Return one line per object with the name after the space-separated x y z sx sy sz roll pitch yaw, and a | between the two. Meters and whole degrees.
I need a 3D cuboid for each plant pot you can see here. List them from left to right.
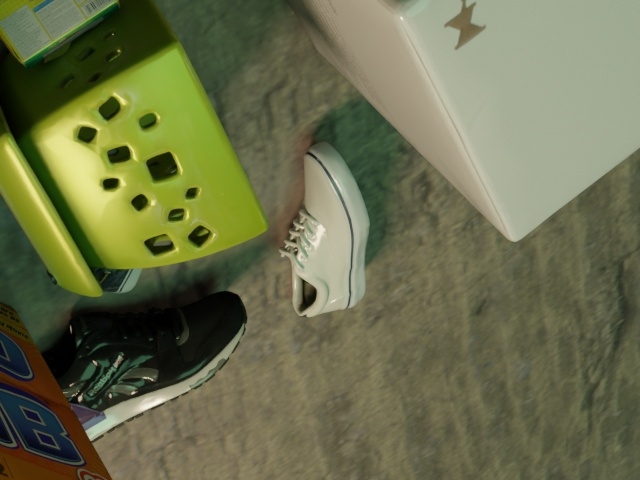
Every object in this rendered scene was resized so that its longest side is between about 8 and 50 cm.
-0.206 -0.094 1.352 0.207 0.228 0.227 -28 125 -6 | plant pot

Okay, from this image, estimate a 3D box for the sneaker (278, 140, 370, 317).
0.000 0.000 1.683 0.091 0.094 0.258 -28 137 -20 | sneaker

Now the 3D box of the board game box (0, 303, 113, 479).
-0.467 0.236 1.352 0.356 0.356 0.356 -48 137 8 | board game box

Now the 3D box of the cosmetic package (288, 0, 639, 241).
0.151 -0.287 1.334 0.329 0.394 0.327 -37 137 -3 | cosmetic package

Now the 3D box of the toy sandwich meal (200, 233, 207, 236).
-0.130 -0.037 1.611 0.085 0.029 0.085 -23 135 -25 | toy sandwich meal

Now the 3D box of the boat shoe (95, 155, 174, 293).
-0.220 -0.018 1.532 0.083 0.065 0.183 2 124 -37 | boat shoe

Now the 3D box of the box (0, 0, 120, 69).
-0.270 -0.254 1.263 0.105 0.179 0.043 -34 -178 -6 | box

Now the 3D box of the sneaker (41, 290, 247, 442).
-0.220 0.126 1.623 0.283 0.107 0.124 -32 123 -6 | sneaker
